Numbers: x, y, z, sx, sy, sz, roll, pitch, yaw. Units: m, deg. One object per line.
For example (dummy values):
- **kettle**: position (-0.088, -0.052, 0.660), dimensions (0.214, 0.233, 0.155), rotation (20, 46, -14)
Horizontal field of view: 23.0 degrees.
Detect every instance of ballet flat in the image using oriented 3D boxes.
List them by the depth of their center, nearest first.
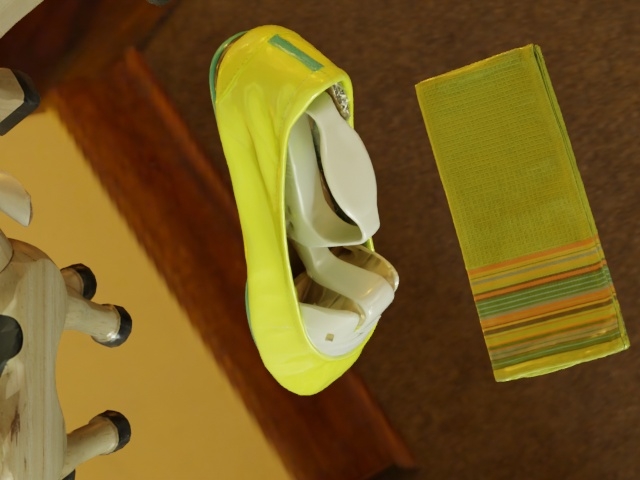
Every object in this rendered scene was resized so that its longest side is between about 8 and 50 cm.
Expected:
- **ballet flat**: position (0.000, 0.000, 0.786), dimensions (0.077, 0.077, 0.231), rotation (21, 137, 36)

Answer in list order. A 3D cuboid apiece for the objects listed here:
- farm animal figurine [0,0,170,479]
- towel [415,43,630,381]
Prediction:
- **farm animal figurine**: position (-0.179, -0.071, 0.650), dimensions (0.330, 0.172, 0.327), rotation (39, 99, 19)
- **towel**: position (0.146, -0.020, 1.159), dimensions (0.102, 0.021, 0.237), rotation (-17, 82, 14)
